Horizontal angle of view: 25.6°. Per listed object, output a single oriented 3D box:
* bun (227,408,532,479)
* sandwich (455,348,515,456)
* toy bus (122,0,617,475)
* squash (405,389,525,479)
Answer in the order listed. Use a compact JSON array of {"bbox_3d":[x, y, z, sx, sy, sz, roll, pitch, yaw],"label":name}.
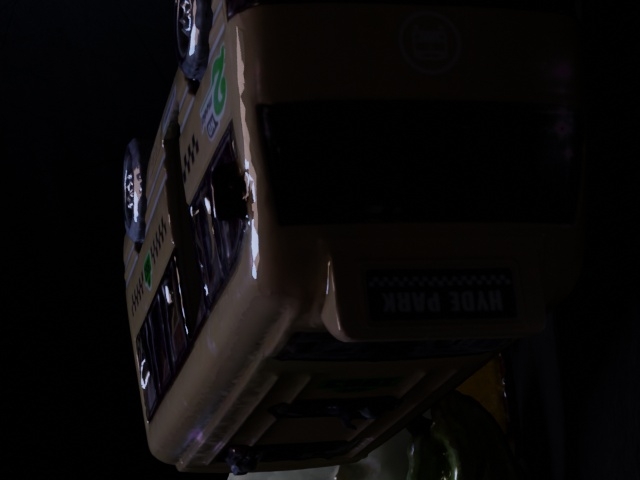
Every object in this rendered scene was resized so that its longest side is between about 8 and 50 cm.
[{"bbox_3d":[0.045,0.187,0.829,0.229,0.145,0.230,1,-91,-59],"label":"bun"},{"bbox_3d":[0.056,0.100,1.027,0.193,0.162,0.058,-87,-10,-56],"label":"sandwich"},{"bbox_3d":[0.000,0.000,0.566,0.289,0.139,0.157,127,140,-63],"label":"toy bus"},{"bbox_3d":[0.078,0.205,0.685,0.137,0.137,0.288,-87,6,-63],"label":"squash"}]
